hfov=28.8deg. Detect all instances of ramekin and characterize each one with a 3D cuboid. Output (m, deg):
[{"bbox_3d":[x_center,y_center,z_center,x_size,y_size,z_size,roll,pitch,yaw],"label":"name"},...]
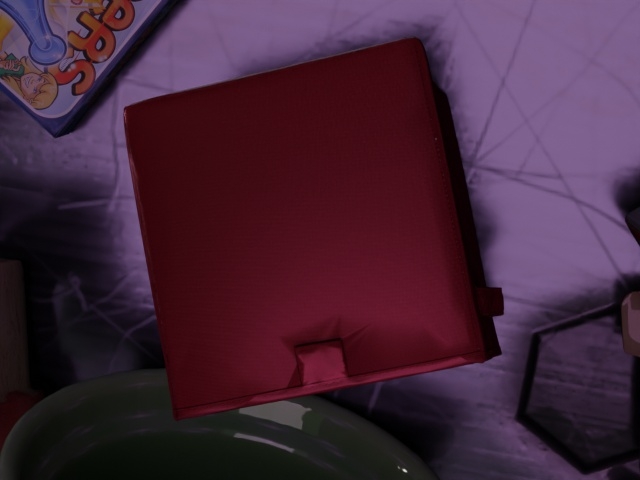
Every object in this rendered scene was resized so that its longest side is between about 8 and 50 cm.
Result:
[{"bbox_3d":[-0.068,0.222,0.822,0.303,0.303,0.148,16,111,4],"label":"ramekin"}]

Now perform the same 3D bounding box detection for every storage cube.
[{"bbox_3d":[0.000,0.000,0.798,0.215,0.183,0.193,-11,84,10],"label":"storage cube"}]

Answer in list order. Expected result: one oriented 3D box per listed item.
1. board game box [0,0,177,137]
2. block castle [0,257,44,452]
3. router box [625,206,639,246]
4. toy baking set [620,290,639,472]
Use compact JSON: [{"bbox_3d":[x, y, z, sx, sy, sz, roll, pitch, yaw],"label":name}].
[{"bbox_3d":[-0.172,-0.191,0.878,0.136,0.035,0.201,41,104,-2],"label":"board game box"},{"bbox_3d":[-0.440,0.131,0.846,0.453,0.303,0.213,-1,95,7],"label":"block castle"},{"bbox_3d":[0.423,0.027,0.808,0.335,0.082,0.301,-32,96,7],"label":"router box"},{"bbox_3d":[0.307,0.140,0.889,0.256,0.030,0.196,23,99,-2],"label":"toy baking set"}]
